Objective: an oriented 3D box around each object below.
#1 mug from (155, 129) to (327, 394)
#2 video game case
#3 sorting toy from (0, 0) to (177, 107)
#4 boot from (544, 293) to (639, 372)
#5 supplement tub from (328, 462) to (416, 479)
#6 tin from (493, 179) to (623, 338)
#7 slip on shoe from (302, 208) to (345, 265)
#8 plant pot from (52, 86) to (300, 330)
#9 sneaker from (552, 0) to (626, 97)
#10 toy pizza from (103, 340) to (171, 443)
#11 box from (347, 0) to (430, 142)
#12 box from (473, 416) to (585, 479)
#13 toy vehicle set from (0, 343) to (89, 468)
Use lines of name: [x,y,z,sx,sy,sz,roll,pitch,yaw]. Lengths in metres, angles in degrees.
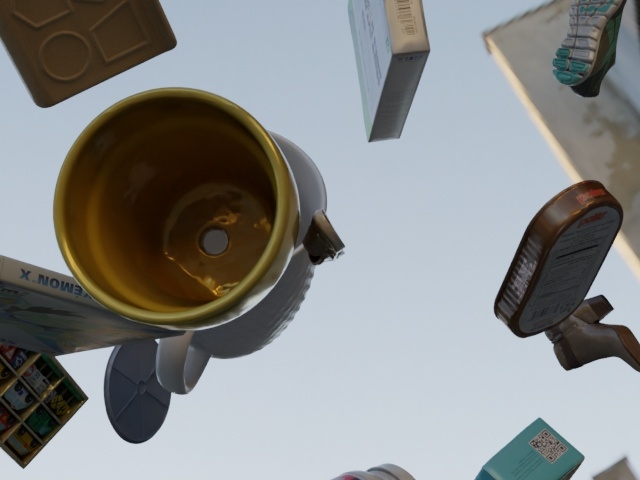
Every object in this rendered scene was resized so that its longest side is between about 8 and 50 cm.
mug: [-0.159,0.063,1.941,0.276,0.374,0.328,19,-37,6]
video game case: [-0.387,0.092,1.656,0.300,0.036,0.329,21,-23,-39]
sorting toy: [-0.315,-0.293,1.636,0.208,0.038,0.193,-24,-59,-2]
boot: [0.313,0.122,1.450,0.087,0.118,0.042,-42,-32,25]
supplement tub: [0.020,0.451,1.849,0.272,0.191,0.191,-19,-35,-33]
tin: [0.237,0.023,1.260,0.106,0.040,0.190,-19,-39,-34]
slip on shoe: [0.000,0.000,1.484,0.041,0.051,0.135,-30,-10,-3]
plant pot: [-0.138,-0.017,1.413,0.254,0.254,0.239,-31,-14,2]
sneaker: [0.334,-0.246,1.537,0.076,0.065,0.167,41,-109,-47]
toy pizza: [-0.335,0.264,2.278,0.032,0.201,0.201,-4,-26,28]
box: [0.091,-0.303,1.796,0.058,0.232,0.322,-6,-15,-7]
box: [0.168,0.287,1.262,0.100,0.060,0.244,-30,-27,-40]
toy vehicle set: [-0.504,0.252,2.104,0.166,0.035,0.267,-49,-35,-19]
